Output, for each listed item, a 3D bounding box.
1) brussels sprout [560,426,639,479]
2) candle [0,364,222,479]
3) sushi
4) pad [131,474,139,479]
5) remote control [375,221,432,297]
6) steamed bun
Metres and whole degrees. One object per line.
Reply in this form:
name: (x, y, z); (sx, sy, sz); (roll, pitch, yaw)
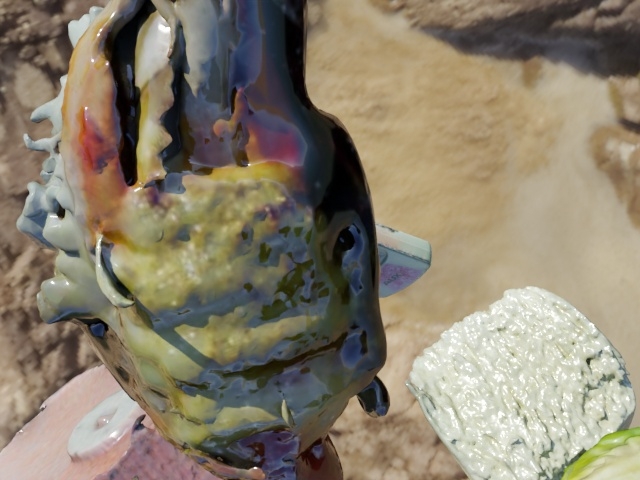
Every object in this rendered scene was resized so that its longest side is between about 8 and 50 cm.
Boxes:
brussels sprout: (0.409, 0.351, 1.527); (0.259, 0.294, 0.227); (-54, 45, 45)
candle: (-0.144, 0.184, 0.957); (0.317, 0.287, 0.131); (-37, 103, 16)
sushi: (-0.040, 0.006, 0.390); (0.103, 0.097, 0.226); (14, 125, 46)
pad: (-0.160, 0.337, 0.610); (0.063, 0.315, 0.376); (12, 107, -14)
remote control: (0.000, 0.001, 1.850); (0.344, 0.050, 0.145); (20, 144, -26)
steamed bun: (0.315, 0.225, 1.761); (0.272, 0.273, 0.290); (-33, 65, 14)
